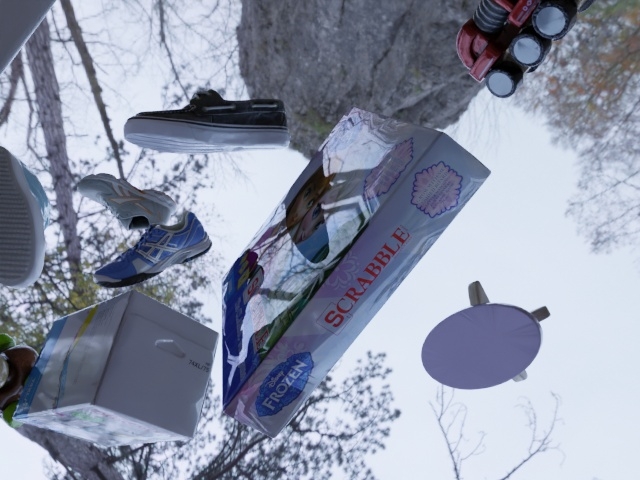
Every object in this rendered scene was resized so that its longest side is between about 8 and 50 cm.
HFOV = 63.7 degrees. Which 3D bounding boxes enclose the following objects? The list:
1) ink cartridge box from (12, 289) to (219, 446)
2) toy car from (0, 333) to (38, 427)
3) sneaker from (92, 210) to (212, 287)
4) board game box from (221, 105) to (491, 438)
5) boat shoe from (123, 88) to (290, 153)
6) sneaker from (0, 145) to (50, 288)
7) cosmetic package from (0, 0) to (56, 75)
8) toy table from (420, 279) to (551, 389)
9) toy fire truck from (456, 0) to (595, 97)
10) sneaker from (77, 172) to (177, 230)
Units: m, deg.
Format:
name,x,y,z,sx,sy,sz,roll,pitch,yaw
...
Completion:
name,x,y,z,sx,sy,sz,roll,pitch,yaw
ink cartridge box,-0.356,0.238,0.917,0.198,0.270,0.197,38,-134,-37
toy car,-0.651,0.268,0.987,0.155,0.188,0.148,32,-94,18
sneaker,-0.301,0.016,0.911,0.211,0.081,0.080,-28,-153,-28
board game box,0.000,0.000,0.597,0.066,0.318,0.318,35,-172,-20
boat shoe,-0.224,-0.242,1.039,0.336,0.121,0.119,-4,-92,-30
sneaker,-0.634,-0.044,1.116,0.135,0.150,0.365,-28,-118,5
cosmetic package,-0.476,-0.301,0.670,0.161,0.230,0.452,40,-142,-36
toy table,0.381,0.222,1.177,0.161,0.275,0.252,-11,-96,-55
toy fire truck,0.274,-0.379,0.841,0.246,0.217,0.158,42,-115,7
sneaker,-0.527,-0.091,1.369,0.263,0.099,0.120,15,-120,-2
